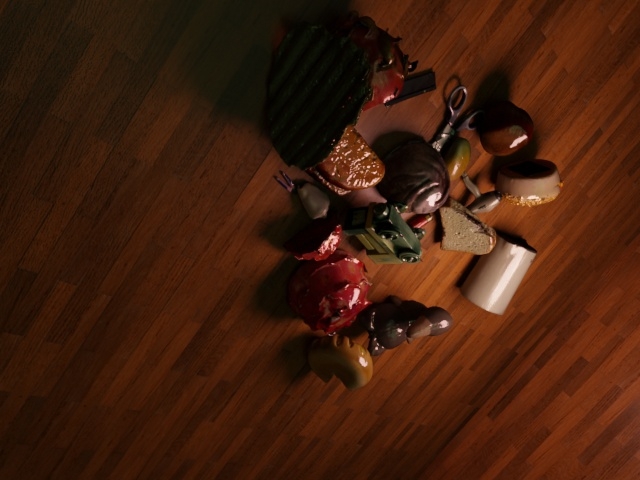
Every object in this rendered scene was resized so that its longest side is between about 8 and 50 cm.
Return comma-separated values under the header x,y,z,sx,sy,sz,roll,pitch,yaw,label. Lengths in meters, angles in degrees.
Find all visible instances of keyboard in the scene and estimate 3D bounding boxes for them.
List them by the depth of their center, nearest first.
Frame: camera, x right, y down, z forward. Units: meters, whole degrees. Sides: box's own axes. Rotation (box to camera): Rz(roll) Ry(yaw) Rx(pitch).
x,y,z,sx,sy,sz,roll,pitch,yaw,label
0.334,-0.569,1.703,0.231,0.023,0.072,-23,121,-15,keyboard

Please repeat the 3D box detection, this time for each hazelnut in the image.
x,y,z,sx,sy,sz,roll,pitch,yaw,label
0.771,-0.465,1.896,0.229,0.229,0.230,-14,125,-20,hazelnut

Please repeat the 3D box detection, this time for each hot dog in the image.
x,y,z,sx,sy,sz,roll,pitch,yaw,label
0.042,-0.304,1.609,0.223,0.185,0.405,-45,129,3,hot dog

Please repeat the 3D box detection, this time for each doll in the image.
x,y,z,sx,sy,sz,roll,pitch,yaw,label
0.382,0.378,2.142,0.382,0.252,0.378,-19,167,-26,doll

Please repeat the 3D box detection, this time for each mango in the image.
x,y,z,sx,sy,sz,roll,pitch,yaw,label
0.574,-0.344,1.923,0.130,0.092,0.195,-20,133,-25,mango

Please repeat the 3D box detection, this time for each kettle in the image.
x,y,z,sx,sy,sz,roll,pitch,yaw,label
0.953,0.161,2.389,0.361,0.250,0.377,1,118,-52,kettle

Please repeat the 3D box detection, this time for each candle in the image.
x,y,z,sx,sy,sz,roll,pitch,yaw,label
0.443,-0.078,2.057,0.130,0.052,0.052,-36,130,-3,candle

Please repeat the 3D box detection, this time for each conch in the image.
x,y,z,sx,sy,sz,roll,pitch,yaw,label
-0.026,-0.154,1.752,0.104,0.094,0.176,-36,104,13,conch

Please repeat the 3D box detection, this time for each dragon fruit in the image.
x,y,z,sx,sy,sz,roll,pitch,yaw,label
0.141,-0.571,1.440,0.269,0.250,0.291,-18,105,27,dragon fruit
0.000,0.000,1.820,0.261,0.163,0.189,-40,158,-1,dragon fruit
0.061,0.238,1.942,0.386,0.249,0.371,-26,133,-9,dragon fruit

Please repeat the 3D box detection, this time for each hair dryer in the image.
x,y,z,sx,sy,sz,roll,pitch,yaw,label
0.684,-0.186,2.091,0.224,0.088,0.219,32,131,2,hair dryer

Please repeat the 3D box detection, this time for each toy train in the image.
x,y,z,sx,sy,sz,roll,pitch,yaw,label
0.265,-0.025,1.845,0.397,0.253,0.160,42,54,-47,toy train

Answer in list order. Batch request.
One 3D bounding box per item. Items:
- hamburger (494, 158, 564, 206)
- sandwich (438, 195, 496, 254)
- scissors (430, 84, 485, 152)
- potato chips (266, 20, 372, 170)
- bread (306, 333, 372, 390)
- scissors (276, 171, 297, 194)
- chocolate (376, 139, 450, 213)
x,y,z,sx,sy,sz,roll,pitch,yaw,label
0.946,-0.254,2.073,0.294,0.276,0.179,-18,116,-12,hamburger
0.670,-0.068,2.079,0.100,0.254,0.289,-59,143,-42,sandwich
0.508,-0.431,1.878,0.256,0.029,0.383,29,107,-43,scissors
-0.035,-0.437,1.397,0.429,0.358,0.070,-49,162,31,potato chips
0.094,0.553,2.129,0.160,0.332,0.333,-52,143,-43,bread
-0.119,-0.208,1.693,0.039,0.012,0.113,-43,130,3,scissors
0.400,-0.225,1.820,0.303,0.213,0.303,-13,131,-16,chocolate
